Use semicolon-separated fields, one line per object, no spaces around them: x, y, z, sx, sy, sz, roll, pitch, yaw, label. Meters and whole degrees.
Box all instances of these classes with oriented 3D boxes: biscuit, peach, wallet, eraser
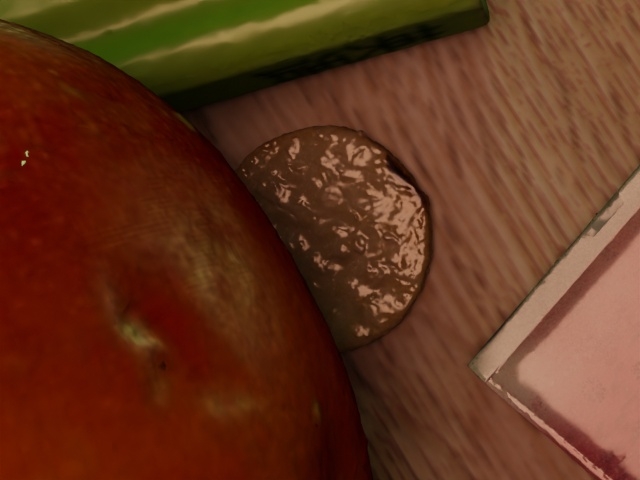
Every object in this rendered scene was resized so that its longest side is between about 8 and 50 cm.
0.000;0.000;0.651;0.120;0.015;0.120;0;91;15;biscuit
-0.144;0.103;0.535;0.335;0.310;0.405;-23;86;51;peach
0.188;0.012;0.598;0.119;0.025;0.232;41;100;11;wallet
-0.075;-0.171;0.633;0.274;0.092;0.210;-16;87;13;eraser
